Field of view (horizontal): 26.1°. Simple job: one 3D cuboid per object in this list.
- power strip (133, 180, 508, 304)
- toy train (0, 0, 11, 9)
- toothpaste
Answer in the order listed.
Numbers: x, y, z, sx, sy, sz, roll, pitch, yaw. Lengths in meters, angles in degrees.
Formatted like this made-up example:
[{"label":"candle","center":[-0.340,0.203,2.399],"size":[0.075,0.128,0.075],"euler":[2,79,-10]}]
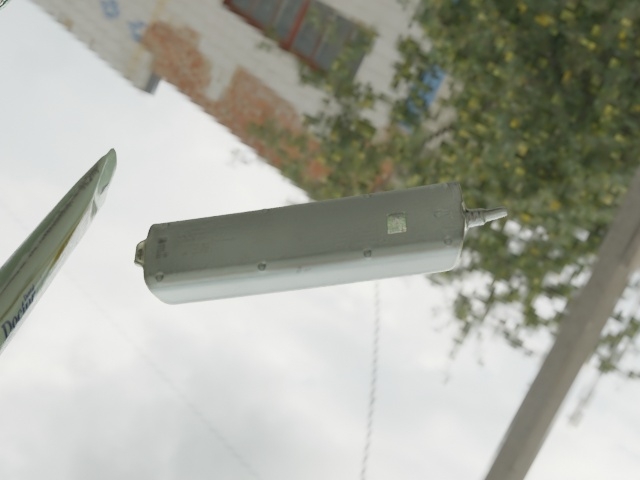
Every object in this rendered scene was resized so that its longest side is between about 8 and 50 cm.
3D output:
[{"label":"power strip","center":[0.000,0.000,0.925],"size":[0.252,0.027,0.060],"euler":[-7,-130,9]},{"label":"toy train","center":[-0.370,-0.228,1.024],"size":[0.304,0.221,0.150],"euler":[62,-157,-2]},{"label":"toothpaste","center":[-0.203,0.023,0.968],"size":[0.037,0.067,0.255],"euler":[25,-139,3]}]
